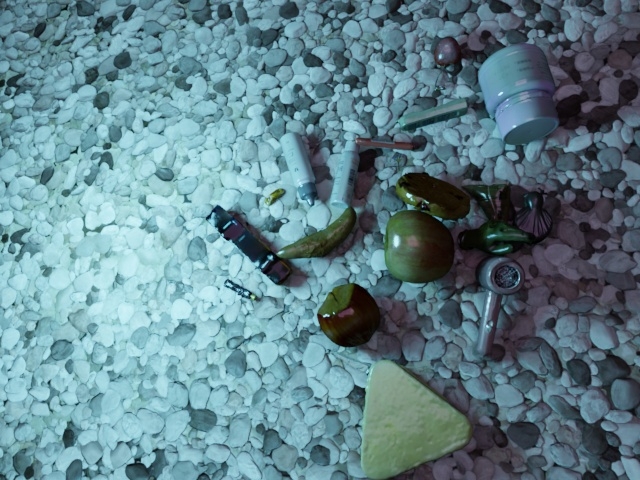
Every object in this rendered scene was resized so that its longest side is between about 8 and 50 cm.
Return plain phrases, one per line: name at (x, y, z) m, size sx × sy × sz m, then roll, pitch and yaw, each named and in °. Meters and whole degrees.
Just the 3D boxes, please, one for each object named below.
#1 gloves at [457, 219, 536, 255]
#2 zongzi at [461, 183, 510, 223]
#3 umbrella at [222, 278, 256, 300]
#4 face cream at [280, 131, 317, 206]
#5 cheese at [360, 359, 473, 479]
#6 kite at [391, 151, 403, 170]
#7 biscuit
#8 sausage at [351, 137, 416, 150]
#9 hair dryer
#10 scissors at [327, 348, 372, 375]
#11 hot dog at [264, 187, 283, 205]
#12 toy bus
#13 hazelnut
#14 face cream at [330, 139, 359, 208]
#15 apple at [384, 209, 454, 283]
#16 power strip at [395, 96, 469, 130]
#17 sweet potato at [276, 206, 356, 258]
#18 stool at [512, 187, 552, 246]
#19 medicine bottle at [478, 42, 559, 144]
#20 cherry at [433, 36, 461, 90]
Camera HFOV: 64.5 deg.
gloves at (0.596, -0.011, 1.736) m, size 0.268 × 0.107 × 0.135 m, roll -3°, pitch 58°, yaw 44°
zongzi at (0.597, -0.114, 1.855) m, size 0.178 × 0.081 × 0.188 m, roll 4°, pitch 89°, yaw 33°
umbrella at (-0.307, 0.190, 1.931) m, size 0.144 × 0.037 × 0.040 m, roll 25°, pitch 67°, yaw 19°
face cream at (-0.076, -0.274, 1.994) m, size 0.092 × 0.092 × 0.311 m, roll -20°, pitch 72°, yaw 4°
cheese at (0.267, 0.562, 1.677) m, size 0.385 × 0.104 × 0.383 m, roll -2°, pitch 79°, yaw 8°
kite at (0.298, -0.312, 1.985) m, size 0.044 × 0.002 × 0.078 m, roll 16°, pitch 77°, yaw 14°
biscuit at (0.398, -0.154, 1.803) m, size 0.296 × 0.296 × 0.075 m, roll 26°, pitch 120°, yaw 16°
sausage at (0.246, -0.373, 1.964) m, size 0.254 × 0.034 × 0.034 m, roll 4°, pitch 75°, yaw -8°
hair dryer at (0.580, 0.227, 1.694) m, size 0.126 × 0.210 × 0.351 m, roll 9°, pitch 91°, yaw 7°
scissors at (0.157, 0.451, 1.781) m, size 0.300 × 0.022 × 0.109 m, roll 25°, pitch 82°, yaw 12°
hot dog at (-0.187, -0.176, 2.014) m, size 0.090 × 0.034 × 0.030 m, roll -43°, pitch 71°, yaw -3°
toy bus at (-0.273, 0.018, 1.944) m, size 0.409 × 0.092 × 0.093 m, roll 41°, pitch 87°, yaw 18°
hazelnut at (0.101, 0.266, 1.780) m, size 0.212 × 0.180 × 0.181 m, roll -38°, pitch 43°, yaw -3°
face cream at (0.101, -0.260, 1.963) m, size 0.082 × 0.082 × 0.268 m, roll 10°, pitch 77°, yaw 12°
apple at (0.339, 0.021, 1.753) m, size 0.234 × 0.257 × 0.256 m, roll 4°, pitch 75°, yaw 7°
power strip at (0.436, -0.487, 1.969) m, size 0.286 × 0.080 × 0.048 m, roll -13°, pitch 74°, yaw 7°
sweet potato at (0.003, 0.002, 1.899) m, size 0.342 × 0.092 × 0.114 m, roll -31°, pitch 102°, yaw -8°
stool at (0.740, -0.076, 1.778) m, size 0.125 × 0.121 × 0.216 m, roll 5°, pitch 77°, yaw 13°
medicine bottle at (0.724, -0.526, 1.844) m, size 0.242 × 0.241 × 0.301 m, roll -11°, pitch 73°, yaw 7°
cherry at (0.505, -0.705, 2.021) m, size 0.107 × 0.090 × 0.225 m, roll 1°, pitch 88°, yaw 7°
